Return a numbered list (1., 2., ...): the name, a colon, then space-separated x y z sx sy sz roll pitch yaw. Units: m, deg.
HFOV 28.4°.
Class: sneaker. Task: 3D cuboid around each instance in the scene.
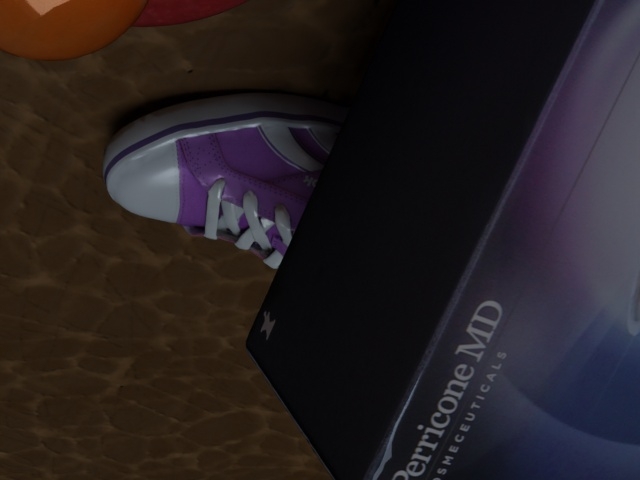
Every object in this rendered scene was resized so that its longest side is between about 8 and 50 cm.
1. sneaker: 0.000 -0.001 0.790 0.282 0.161 0.102 3 148 -4

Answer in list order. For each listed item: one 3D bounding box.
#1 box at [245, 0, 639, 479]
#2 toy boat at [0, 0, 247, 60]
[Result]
1. box: 0.164 0.003 0.661 0.294 0.183 0.296 18 104 -25
2. toy boat: -0.063 -0.119 0.347 0.151 0.151 0.231 15 162 -5
